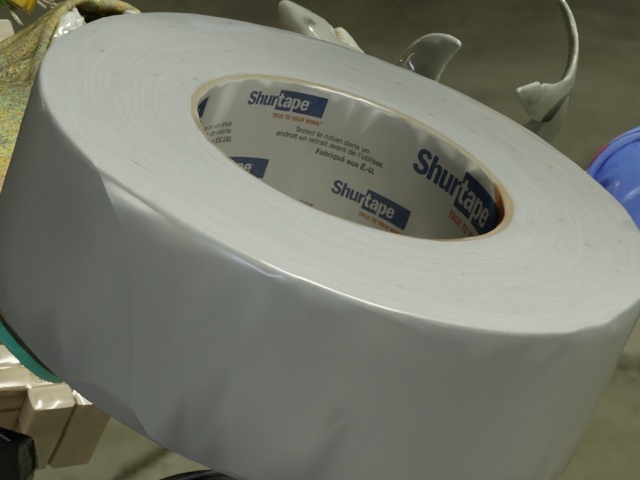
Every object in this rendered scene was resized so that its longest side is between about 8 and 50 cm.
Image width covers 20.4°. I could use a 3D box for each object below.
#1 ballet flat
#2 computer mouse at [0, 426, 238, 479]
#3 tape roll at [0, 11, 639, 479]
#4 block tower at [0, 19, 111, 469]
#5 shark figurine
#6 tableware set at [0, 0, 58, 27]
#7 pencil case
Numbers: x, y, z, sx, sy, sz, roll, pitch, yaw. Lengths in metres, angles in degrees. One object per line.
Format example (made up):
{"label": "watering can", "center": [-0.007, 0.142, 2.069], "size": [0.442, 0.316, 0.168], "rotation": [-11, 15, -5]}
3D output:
{"label": "ballet flat", "center": [-0.108, -0.049, 0.855], "size": [0.123, 0.123, 0.348], "rotation": [-1, 19, -8]}
{"label": "computer mouse", "center": [-0.133, 0.116, 0.883], "size": [0.242, 0.071, 0.041], "rotation": [10, 26, -21]}
{"label": "tape roll", "center": [0.000, 0.000, 0.614], "size": [0.219, 0.072, 0.219], "rotation": [17, 24, -8]}
{"label": "block tower", "center": [-0.233, -0.009, 1.241], "size": [0.091, 0.097, 0.335], "rotation": [-5, 58, -28]}
{"label": "shark figurine", "center": [0.064, -0.060, 1.128], "size": [0.116, 0.166, 0.278], "rotation": [-34, 28, -30]}
{"label": "tableware set", "center": [-0.255, -0.199, 1.367], "size": [0.104, 0.024, 0.154], "rotation": [37, -5, -35]}
{"label": "pencil case", "center": [0.284, -0.029, 1.459], "size": [0.119, 0.133, 0.306], "rotation": [21, 7, 13]}
